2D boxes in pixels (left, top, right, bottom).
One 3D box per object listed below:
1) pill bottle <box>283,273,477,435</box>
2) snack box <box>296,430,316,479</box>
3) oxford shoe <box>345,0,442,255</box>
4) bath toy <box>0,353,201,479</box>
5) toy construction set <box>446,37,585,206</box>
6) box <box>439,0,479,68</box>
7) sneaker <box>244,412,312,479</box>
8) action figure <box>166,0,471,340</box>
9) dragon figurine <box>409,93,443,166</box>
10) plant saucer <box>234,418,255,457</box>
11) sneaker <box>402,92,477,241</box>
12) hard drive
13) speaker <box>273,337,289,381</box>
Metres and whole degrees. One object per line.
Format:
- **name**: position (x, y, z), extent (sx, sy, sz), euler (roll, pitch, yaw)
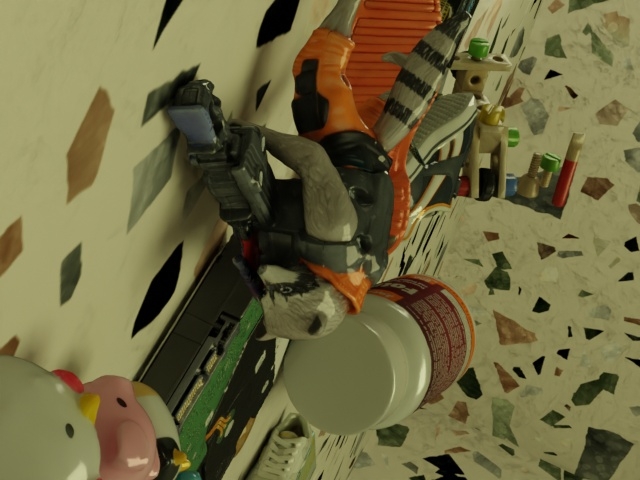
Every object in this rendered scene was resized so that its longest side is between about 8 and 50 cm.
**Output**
- **pill bottle**: position (0.104, 0.187, 1.905), extent (0.392, 0.224, 0.224), euler (-13, 127, -66)
- **snack box**: position (-0.073, 0.474, 2.184), extent (0.322, 0.060, 0.187), euler (90, 26, -67)
- **oxford shoe**: position (0.051, -0.159, 1.323), extent (0.133, 0.130, 0.364), euler (-114, -149, -58)
- **bath toy**: position (-0.166, 0.157, 0.790), extent (0.151, 0.129, 0.348), euler (-63, 169, -15)
- **toy construction set**: position (0.306, -0.209, 1.975), extent (0.257, 0.308, 0.237), euler (-64, 169, -62)
- **box**: position (0.213, -0.386, 1.718), extent (0.175, 0.051, 0.220), euler (27, 87, -80)
- **sneaker**: position (-0.072, 0.375, 1.929), extent (0.229, 0.087, 0.092), euler (-60, 164, -67)
- **action figure**: position (0.007, -0.073, 0.971), extent (0.341, 0.178, 0.330), euler (54, 48, -67)
- **dragon figurine**: position (0.096, -0.176, 1.489), extent (0.144, 0.085, 0.289), euler (-57, 162, -34)
- **plant saucer**: position (-0.114, 0.272, 1.639), extent (0.083, 0.015, 0.083), euler (24, 90, -81)
- **sneaker**: position (0.158, -0.116, 1.766), extent (0.321, 0.126, 0.127), euler (-46, 124, -43)
- **hard drive**: position (-0.124, 0.171, 1.221), extent (0.339, 0.064, 0.237), euler (97, 19, -60)
- **speaker**: position (-0.065, 0.119, 1.428), extent (0.055, 0.055, 0.136), euler (-43, 155, -66)
